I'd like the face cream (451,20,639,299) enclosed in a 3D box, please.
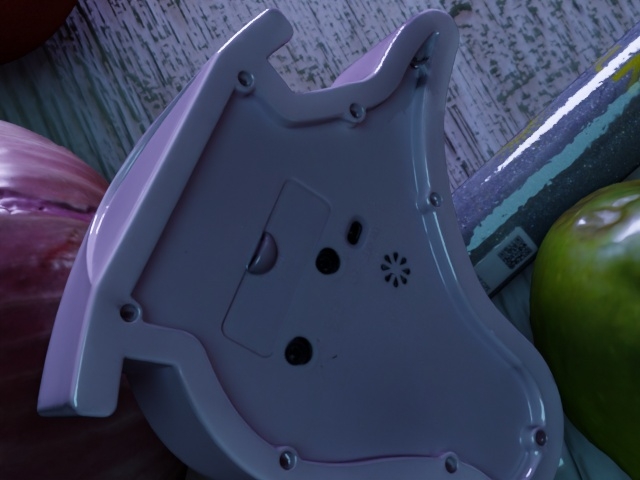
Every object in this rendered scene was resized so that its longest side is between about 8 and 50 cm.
[{"bbox_3d":[0.177,-0.064,0.577,0.283,0.073,0.073,-43,75,5],"label":"face cream"}]

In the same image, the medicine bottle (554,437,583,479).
[{"bbox_3d":[0.098,0.162,0.563,0.140,0.079,0.079,-23,77,10],"label":"medicine bottle"}]

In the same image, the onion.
[{"bbox_3d":[-0.238,0.090,0.545,0.353,0.353,0.354,-2,82,14],"label":"onion"}]

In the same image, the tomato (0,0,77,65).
[{"bbox_3d":[-0.323,-0.249,0.650,0.298,0.298,0.226,42,134,16],"label":"tomato"}]

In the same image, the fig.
[{"bbox_3d":[0.240,0.094,0.498,0.206,0.206,0.275,-13,93,12],"label":"fig"}]

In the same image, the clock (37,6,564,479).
[{"bbox_3d":[0.024,0.006,0.477,0.275,0.080,0.290,29,65,-23],"label":"clock"}]
